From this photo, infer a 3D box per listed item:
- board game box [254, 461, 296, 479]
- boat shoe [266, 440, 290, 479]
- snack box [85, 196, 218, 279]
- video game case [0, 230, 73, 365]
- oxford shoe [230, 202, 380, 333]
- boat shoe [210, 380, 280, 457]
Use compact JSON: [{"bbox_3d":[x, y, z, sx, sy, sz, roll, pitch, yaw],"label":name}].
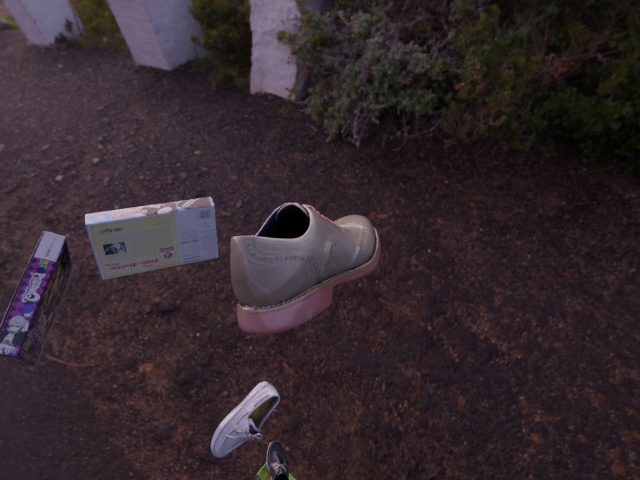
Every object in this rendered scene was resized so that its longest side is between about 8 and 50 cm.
[{"bbox_3d":[-0.157,0.948,1.609,0.181,0.043,0.092,37,42,16],"label":"board game box"},{"bbox_3d":[-0.147,0.855,1.520,0.084,0.079,0.233,7,44,-21],"label":"boat shoe"},{"bbox_3d":[-0.456,-0.008,1.154,0.322,0.187,0.060,-11,39,-22],"label":"snack box"},{"bbox_3d":[-0.523,0.117,0.768,0.042,0.232,0.210,17,64,-21],"label":"video game case"},{"bbox_3d":[0.000,0.000,0.672,0.141,0.146,0.397,-6,14,25],"label":"oxford shoe"},{"bbox_3d":[-0.304,0.791,1.757,0.367,0.135,0.156,-46,35,-16],"label":"boat shoe"}]
